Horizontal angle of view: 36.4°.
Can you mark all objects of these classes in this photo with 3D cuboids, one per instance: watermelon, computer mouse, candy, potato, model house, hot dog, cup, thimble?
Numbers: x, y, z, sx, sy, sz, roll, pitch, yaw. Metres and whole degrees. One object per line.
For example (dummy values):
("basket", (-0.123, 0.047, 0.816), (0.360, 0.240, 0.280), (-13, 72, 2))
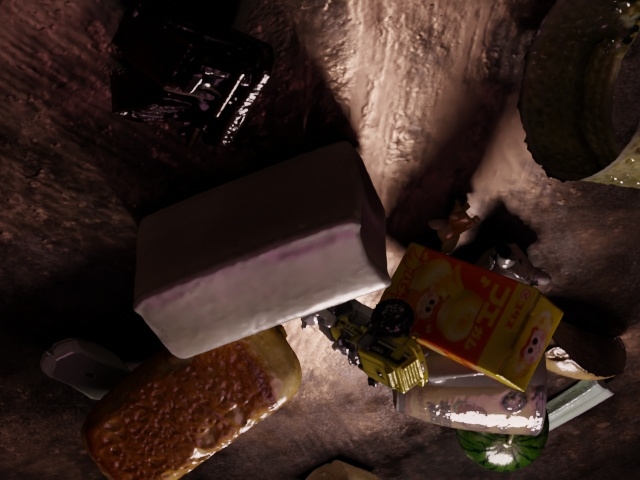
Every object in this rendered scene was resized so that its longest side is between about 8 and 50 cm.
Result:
("watermelon", (0.360, 0.367, 1.921), (0.187, 0.215, 0.188), (0, 105, -1))
("computer mouse", (-0.406, 0.211, 1.661), (0.089, 0.056, 0.181), (-45, 137, 7))
("candy", (-0.086, 0.016, 1.370), (0.358, 0.208, 0.145), (-21, 126, 11))
("potato", (0.472, 0.225, 1.855), (0.261, 0.120, 0.100), (22, 137, -33))
("model house", (-0.172, -0.195, 1.165), (0.164, 0.141, 0.203), (0, 144, -30))
("hot dog", (-0.200, 0.247, 1.629), (0.405, 0.223, 0.185), (-37, 96, 20))
("cup", (0.257, 0.231, 1.698), (0.256, 0.228, 0.301), (-3, 167, -1))
("thimble", (0.381, -0.195, 1.197), (0.150, 0.271, 0.271), (6, 138, -22))
("candy", (0.222, 0.113, 1.512), (0.088, 0.276, 0.146), (35, 80, -41))

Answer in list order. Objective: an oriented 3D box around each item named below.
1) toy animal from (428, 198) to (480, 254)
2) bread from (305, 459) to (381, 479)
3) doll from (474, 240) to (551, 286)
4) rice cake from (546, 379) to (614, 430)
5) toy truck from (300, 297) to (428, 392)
("toy animal", (0.206, -0.021, 1.534), (0.083, 0.060, 0.081), (-42, 172, 31))
("bread", (0.052, 0.574, 2.162), (0.148, 0.134, 0.141), (-43, 133, 18))
("doll", (0.283, 0.072, 1.636), (0.149, 0.095, 0.192), (26, 131, -34))
("rice cake", (0.524, 0.358, 2.086), (0.080, 0.042, 0.221), (25, 128, -35))
("toy truck", (0.052, 0.131, 1.504), (0.111, 0.285, 0.136), (-40, 136, -24))
